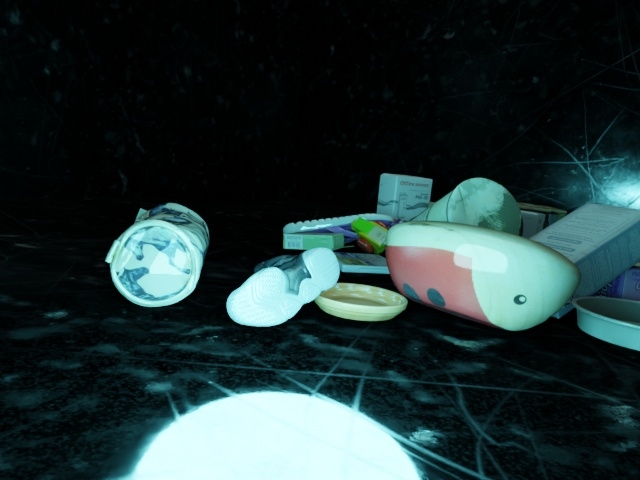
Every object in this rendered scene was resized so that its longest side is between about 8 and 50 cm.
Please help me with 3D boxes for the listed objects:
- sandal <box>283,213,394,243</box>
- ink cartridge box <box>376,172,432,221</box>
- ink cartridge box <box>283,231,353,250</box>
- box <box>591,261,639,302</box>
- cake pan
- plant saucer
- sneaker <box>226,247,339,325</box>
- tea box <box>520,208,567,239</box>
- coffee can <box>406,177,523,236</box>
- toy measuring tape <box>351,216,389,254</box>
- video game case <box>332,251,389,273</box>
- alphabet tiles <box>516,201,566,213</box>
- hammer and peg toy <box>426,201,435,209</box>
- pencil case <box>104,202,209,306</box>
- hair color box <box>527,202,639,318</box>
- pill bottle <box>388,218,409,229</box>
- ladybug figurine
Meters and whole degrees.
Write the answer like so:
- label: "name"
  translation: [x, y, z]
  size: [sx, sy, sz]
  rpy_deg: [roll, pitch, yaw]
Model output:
- label: "sandal"
  translation: [0.070, -0.027, 2.094]
  size: [0.417, 0.102, 0.169]
  rpy_deg: [-6, -9, 7]
- label: "ink cartridge box"
  translation: [0.356, -0.140, 2.405]
  size: [0.207, 0.282, 0.117]
  rpy_deg: [1, 9, -32]
- label: "ink cartridge box"
  translation: [0.000, 0.000, 1.867]
  size: [0.171, 0.056, 0.235]
  rpy_deg: [2, 5, 21]
- label: "box"
  translation: [0.779, 0.109, 1.524]
  size: [0.214, 0.117, 0.243]
  rpy_deg: [1, 8, -29]
- label: "cake pan"
  translation: [0.680, 0.179, 1.163]
  size: [0.294, 0.054, 0.293]
  rpy_deg: [6, 7, -1]
- label: "plant saucer"
  translation: [0.078, 0.127, 1.146]
  size: [0.200, 0.037, 0.200]
  rpy_deg: [7, 8, -1]
- label: "sneaker"
  translation: [-0.094, 0.094, 1.069]
  size: [0.153, 0.101, 0.269]
  rpy_deg: [-13, 8, 46]
- label: "tea box"
  translation: [0.614, -0.011, 1.899]
  size: [0.329, 0.219, 0.324]
  rpy_deg: [13, 11, 39]
- label: "coffee can"
  translation: [0.348, -0.016, 1.423]
  size: [0.202, 0.201, 0.275]
  rpy_deg: [4, -18, -17]
- label: "toy measuring tape"
  translation: [0.226, 0.018, 1.901]
  size: [0.121, 0.121, 0.330]
  rpy_deg: [-2, 27, -45]
- label: "video game case"
  translation: [0.123, 0.067, 1.676]
  size: [0.194, 0.023, 0.212]
  rpy_deg: [4, 9, -17]
- label: "alphabet tiles"
  translation: [0.658, -0.122, 1.887]
  size: [0.285, 0.011, 0.342]
  rpy_deg: [8, 8, 9]
- label: "hammer and peg toy"
  translation: [0.611, -0.046, 2.309]
  size: [0.362, 0.127, 0.266]
  rpy_deg: [18, 9, 4]
- label: "pencil case"
  translation: [-0.334, 0.015, 1.183]
  size: [0.184, 0.159, 0.410]
  rpy_deg: [14, 6, -11]
- label: "hair color box"
  translation: [0.634, 0.037, 1.388]
  size: [0.375, 0.113, 0.185]
  rpy_deg: [-27, 21, -21]
- label: "pill bottle"
  translation: [0.333, -0.025, 2.196]
  size: [0.194, 0.108, 0.108]
  rpy_deg: [9, 8, 22]
- label: "ladybug figurine"
  translation: [0.291, 0.071, 1.118]
  size: [0.305, 0.161, 0.449]
  rpy_deg: [22, -6, -27]
